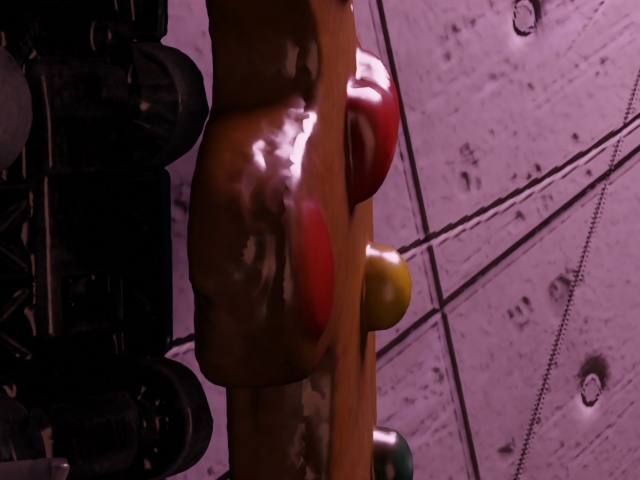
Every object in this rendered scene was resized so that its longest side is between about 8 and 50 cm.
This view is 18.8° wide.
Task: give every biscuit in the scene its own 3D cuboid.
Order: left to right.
[{"bbox_3d":[0.002,0.000,0.721,0.283,0.064,0.432,-76,165,-72],"label":"biscuit"}]

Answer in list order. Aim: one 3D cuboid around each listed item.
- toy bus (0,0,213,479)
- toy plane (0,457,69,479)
[{"bbox_3d":[-0.119,0.022,0.652,0.116,0.134,0.234,-6,97,-57],"label":"toy bus"},{"bbox_3d":[-0.207,0.072,0.566,0.251,0.101,0.255,15,109,-8],"label":"toy plane"}]
